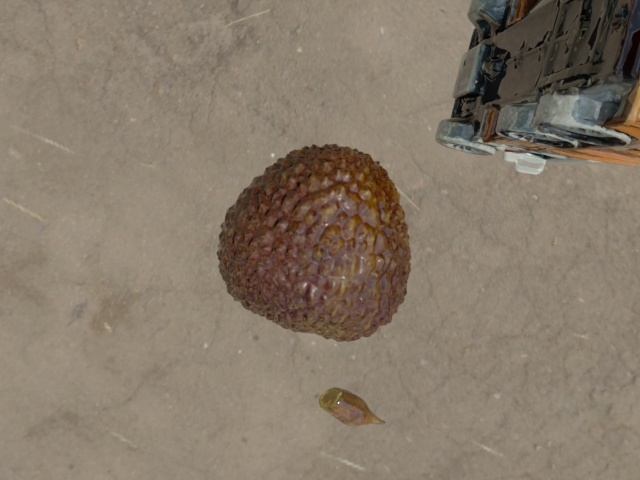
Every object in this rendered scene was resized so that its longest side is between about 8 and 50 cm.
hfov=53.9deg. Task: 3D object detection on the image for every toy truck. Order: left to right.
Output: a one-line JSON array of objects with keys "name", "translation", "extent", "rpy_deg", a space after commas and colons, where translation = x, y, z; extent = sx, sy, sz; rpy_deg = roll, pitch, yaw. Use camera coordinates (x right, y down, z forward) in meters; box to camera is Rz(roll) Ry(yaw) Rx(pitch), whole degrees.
[{"name": "toy truck", "translation": [0.254, -0.147, 0.560], "extent": [0.207, 0.387, 0.173], "rpy_deg": [13, 95, -7]}]

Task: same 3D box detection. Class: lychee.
[{"name": "lychee", "translation": [-0.004, 0.003, 0.598], "extent": [0.194, 0.194, 0.194], "rpy_deg": [2, 119, 3]}]

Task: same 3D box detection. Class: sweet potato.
[{"name": "sweet potato", "translation": [0.054, 0.257, 0.956], "extent": [0.117, 0.049, 0.049], "rpy_deg": [30, 117, -24]}]
